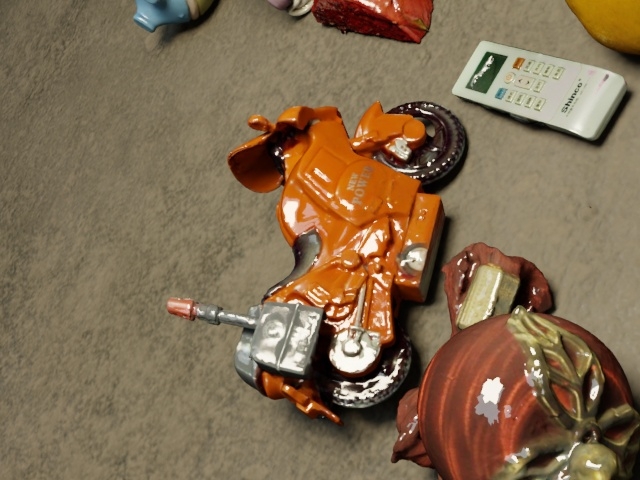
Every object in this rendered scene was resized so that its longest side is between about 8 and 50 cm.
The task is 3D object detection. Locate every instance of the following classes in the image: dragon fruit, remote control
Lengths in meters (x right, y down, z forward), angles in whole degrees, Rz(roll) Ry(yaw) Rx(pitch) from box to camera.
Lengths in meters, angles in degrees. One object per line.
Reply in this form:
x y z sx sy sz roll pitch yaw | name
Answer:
0.053 -0.284 0.974 0.162 0.083 0.106 24 83 46 | dragon fruit
0.193 -0.135 0.815 0.166 0.029 0.065 30 91 49 | remote control

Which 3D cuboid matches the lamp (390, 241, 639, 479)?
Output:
0.136 0.107 0.657 0.223 0.151 0.215 17 76 46 | lamp

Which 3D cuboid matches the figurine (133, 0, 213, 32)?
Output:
-0.161 -0.398 1.152 0.154 0.180 0.262 29 80 25 | figurine

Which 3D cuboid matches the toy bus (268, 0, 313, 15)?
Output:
-0.064 -0.374 1.030 0.142 0.202 0.142 -40 46 18 | toy bus

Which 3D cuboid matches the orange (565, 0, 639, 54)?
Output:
0.270 -0.225 0.726 0.157 0.134 0.156 -3 84 35 | orange

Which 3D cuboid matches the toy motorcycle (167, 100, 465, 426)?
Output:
0.000 0.000 0.836 0.221 0.148 0.325 9 67 19 | toy motorcycle
